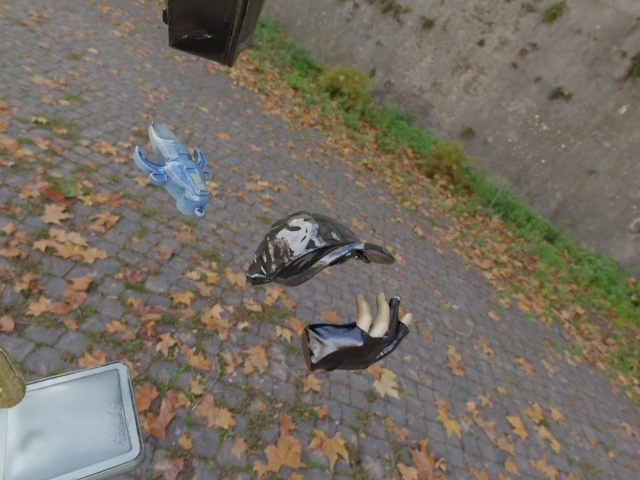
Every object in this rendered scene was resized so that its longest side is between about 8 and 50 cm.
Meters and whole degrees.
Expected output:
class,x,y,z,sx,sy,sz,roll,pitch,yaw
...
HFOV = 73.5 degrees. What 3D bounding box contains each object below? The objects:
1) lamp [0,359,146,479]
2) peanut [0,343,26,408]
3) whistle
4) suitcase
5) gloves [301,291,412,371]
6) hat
class,x,y,z,sx,sy,sz,roll,pitch,yaw
lamp,-0.530,0.393,0.906,0.269,0.047,0.266,-9,42,-27
peanut,-0.612,0.242,0.790,0.080,0.174,0.080,-9,26,5
whistle,-0.342,-0.170,1.033,0.180,0.093,0.269,-12,66,-49
suitcase,-0.171,-0.530,0.758,0.194,0.283,0.434,12,-14,-19
gloves,0.095,0.232,1.047,0.301,0.197,0.152,-28,68,-22
hat,0.000,0.000,1.096,0.366,0.381,0.257,-12,73,-22
